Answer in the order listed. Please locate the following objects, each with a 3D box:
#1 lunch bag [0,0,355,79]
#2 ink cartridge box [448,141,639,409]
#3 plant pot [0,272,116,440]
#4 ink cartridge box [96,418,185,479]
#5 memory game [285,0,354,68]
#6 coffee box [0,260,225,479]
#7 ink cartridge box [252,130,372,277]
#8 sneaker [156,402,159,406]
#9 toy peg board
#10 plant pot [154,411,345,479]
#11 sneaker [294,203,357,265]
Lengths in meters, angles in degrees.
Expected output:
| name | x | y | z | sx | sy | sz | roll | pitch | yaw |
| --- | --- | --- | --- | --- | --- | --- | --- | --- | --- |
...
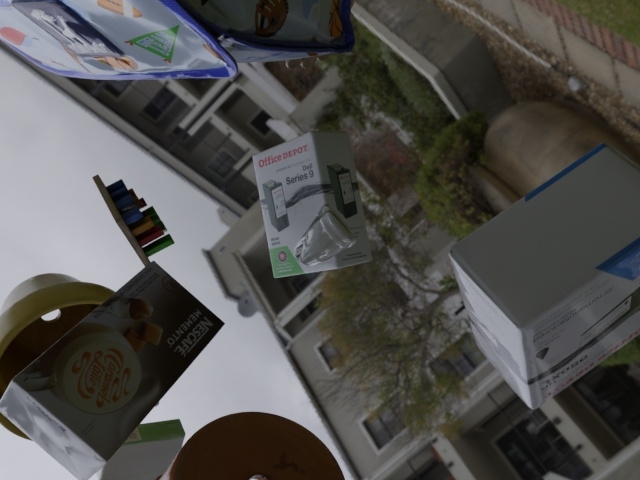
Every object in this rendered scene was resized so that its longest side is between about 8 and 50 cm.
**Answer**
| name | x | y | z | sx | sy | sz | roll | pitch | yaw |
| --- | --- | --- | --- | --- | --- | --- | --- | --- | --- |
| lunch bag | -0.180 | -0.296 | 0.627 | 0.327 | 0.239 | 0.385 | 10 | -160 | 28 |
| ink cartridge box | 0.395 | 0.083 | 0.944 | 0.166 | 0.285 | 0.395 | 55 | 179 | 37 |
| plant pot | -0.444 | 0.170 | 0.996 | 0.254 | 0.254 | 0.239 | 37 | 175 | -40 |
| ink cartridge box | -0.409 | 0.514 | 1.292 | 0.171 | 0.235 | 0.056 | 3 | -153 | -35 |
| memory game | -0.011 | -0.400 | 1.087 | 0.012 | 0.186 | 0.186 | 51 | -168 | 24 |
| coffee box | -0.258 | 0.158 | 0.751 | 0.141 | 0.098 | 0.246 | 43 | -140 | -3 |
| ink cartridge box | -0.023 | -0.077 | 1.281 | 0.121 | 0.211 | 0.289 | -9 | -92 | -45 |
| sneaker | -0.538 | 0.365 | 1.495 | 0.145 | 0.090 | 0.270 | -13 | -148 | -44 |
| toy peg board | -0.380 | -0.052 | 1.204 | 0.161 | 0.079 | 0.161 | 48 | 162 | 38 |
| plant pot | -0.091 | 0.345 | 0.686 | 0.290 | 0.204 | 0.291 | 12 | -146 | -8 |
| sneaker | 0.000 | 0.000 | 0.907 | 0.080 | 0.094 | 0.212 | 48 | -175 | 2 |
